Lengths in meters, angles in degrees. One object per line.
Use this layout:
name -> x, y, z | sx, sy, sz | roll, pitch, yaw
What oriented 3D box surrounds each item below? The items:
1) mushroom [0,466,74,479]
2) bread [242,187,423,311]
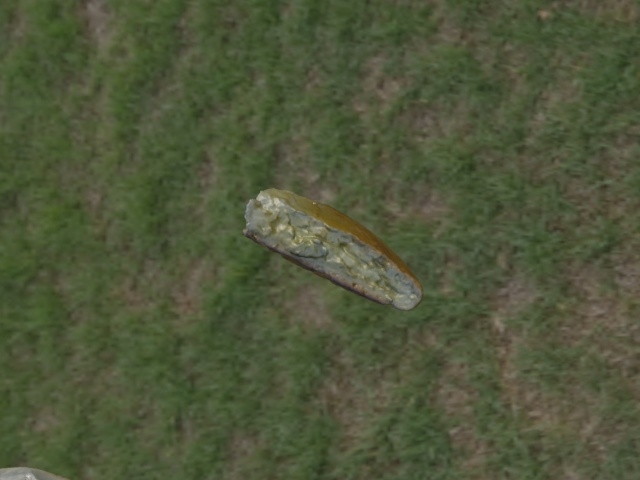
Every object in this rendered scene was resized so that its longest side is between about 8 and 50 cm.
mushroom -> -0.096, 0.124, 0.487 | 0.101, 0.049, 0.019 | 34, 137, 17
bread -> 0.022, 0.012, 0.942 | 0.136, 0.154, 0.054 | 31, 96, 23
